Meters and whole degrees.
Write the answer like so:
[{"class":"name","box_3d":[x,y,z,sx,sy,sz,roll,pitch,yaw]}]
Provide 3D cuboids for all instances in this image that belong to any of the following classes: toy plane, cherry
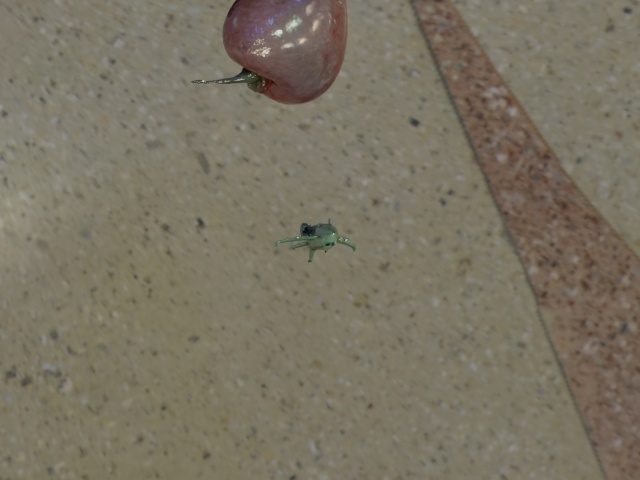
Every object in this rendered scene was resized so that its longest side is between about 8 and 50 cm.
[{"class":"toy plane","box_3d":[0.000,-0.003,1.193,0.080,0.083,0.033,5,75,-17]},{"class":"cherry","box_3d":[-0.025,-0.165,0.982,0.106,0.087,0.126,-1,114,-56]}]
